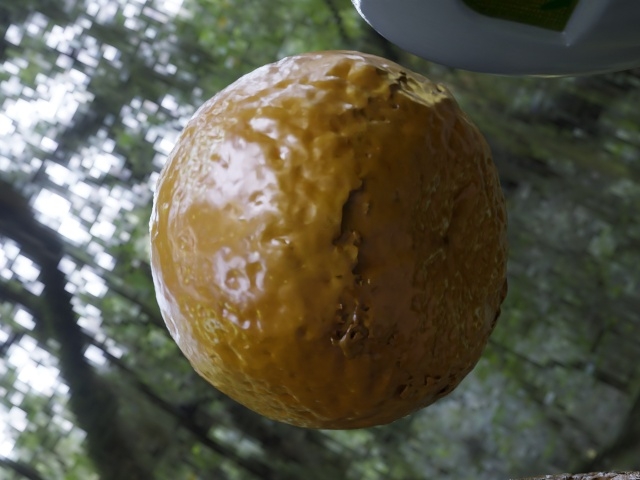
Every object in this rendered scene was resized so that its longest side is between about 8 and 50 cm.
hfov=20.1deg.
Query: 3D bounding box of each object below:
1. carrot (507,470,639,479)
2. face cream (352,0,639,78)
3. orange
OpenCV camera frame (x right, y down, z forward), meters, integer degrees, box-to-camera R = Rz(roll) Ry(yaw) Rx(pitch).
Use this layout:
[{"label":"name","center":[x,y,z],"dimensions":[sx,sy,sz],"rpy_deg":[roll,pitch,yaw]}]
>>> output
[{"label":"carrot","center":[0.211,0.191,1.242],"dimensions":[0.069,0.229,0.069],"rpy_deg":[14,-106,-59]},{"label":"face cream","center":[0.140,-0.264,1.331],"dimensions":[0.219,0.357,0.312],"rpy_deg":[-96,23,-45]},{"label":"orange","center":[0.000,0.000,1.595],"dimensions":[0.341,0.293,0.340],"rpy_deg":[3,-93,-55]}]
